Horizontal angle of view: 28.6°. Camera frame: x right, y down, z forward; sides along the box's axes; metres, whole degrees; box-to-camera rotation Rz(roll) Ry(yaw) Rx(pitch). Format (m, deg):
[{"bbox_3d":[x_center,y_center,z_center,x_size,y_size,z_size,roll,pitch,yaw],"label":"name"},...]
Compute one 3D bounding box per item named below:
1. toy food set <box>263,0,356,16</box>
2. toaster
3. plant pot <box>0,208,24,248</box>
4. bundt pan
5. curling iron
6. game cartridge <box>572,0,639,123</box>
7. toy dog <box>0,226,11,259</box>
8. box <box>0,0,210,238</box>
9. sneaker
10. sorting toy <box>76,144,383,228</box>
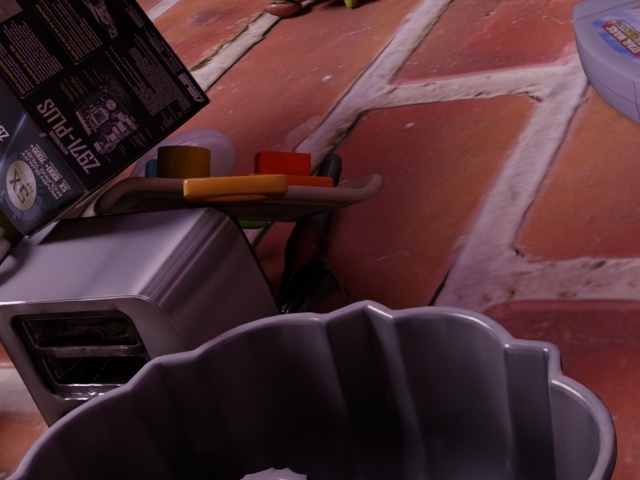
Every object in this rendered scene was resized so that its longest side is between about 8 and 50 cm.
[{"bbox_3d":[-0.015,-0.331,1.650,0.218,0.071,0.128,4,10,34],"label":"toy food set"},{"bbox_3d":[-0.105,0.072,0.810,0.185,0.168,0.110,-4,32,29],"label":"toaster"},{"bbox_3d":[-0.342,-0.133,1.039,0.366,0.366,0.353,-21,12,-5],"label":"plant pot"},{"bbox_3d":[-0.012,0.171,0.599,0.331,0.124,0.331,-14,28,8],"label":"bundt pan"},{"bbox_3d":[0.000,0.000,1.018,0.068,0.035,0.274,-30,21,20],"label":"curling iron"},{"bbox_3d":[0.341,-0.180,1.132,0.198,0.062,0.297,-14,26,-1],"label":"game cartridge"},{"bbox_3d":[-0.367,0.070,0.839,0.333,0.161,0.220,-39,16,48],"label":"toy dog"},{"bbox_3d":[-0.184,-0.118,0.825,0.077,0.180,0.147,-29,12,40],"label":"box"},{"bbox_3d":[-0.154,-0.019,1.129,0.212,0.080,0.094,-36,35,-12],"label":"sneaker"},{"bbox_3d":[-0.072,-0.040,0.915,0.196,0.047,0.347,-2,-3,-17],"label":"sorting toy"}]
